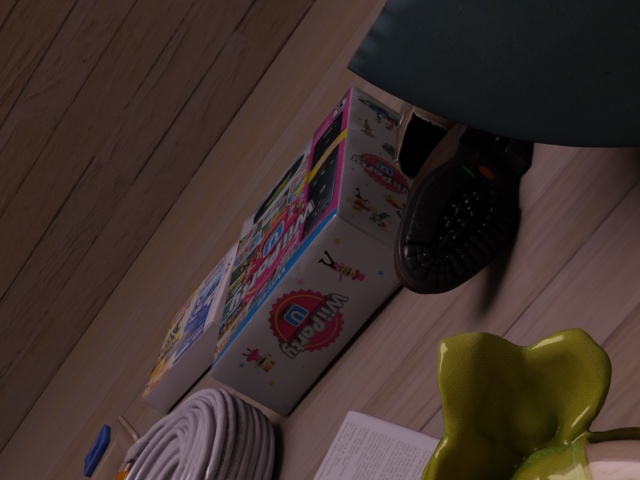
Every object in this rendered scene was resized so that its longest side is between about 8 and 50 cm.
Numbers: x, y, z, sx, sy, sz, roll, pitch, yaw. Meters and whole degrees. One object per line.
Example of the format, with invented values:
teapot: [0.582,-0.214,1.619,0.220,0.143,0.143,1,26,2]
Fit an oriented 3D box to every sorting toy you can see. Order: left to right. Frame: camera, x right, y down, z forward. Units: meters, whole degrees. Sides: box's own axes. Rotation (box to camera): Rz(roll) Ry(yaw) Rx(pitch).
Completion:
sorting toy: [-0.283,0.341,1.512,0.196,0.047,0.347,-64,14,-8]

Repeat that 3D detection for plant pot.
plant pot: [0.177,-0.167,0.678,0.290,0.195,0.290,-55,2,3]

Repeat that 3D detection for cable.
cable: [-0.139,0.266,1.094,0.257,0.089,0.257,-46,19,36]

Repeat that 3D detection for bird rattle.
bird rattle: [0.097,0.163,0.453,0.207,0.143,0.254,-4,56,53]

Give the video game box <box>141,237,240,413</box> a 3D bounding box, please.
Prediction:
video game box: [-0.161,0.115,1.577,0.205,0.048,0.187,-47,15,36]

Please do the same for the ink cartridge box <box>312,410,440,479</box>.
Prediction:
ink cartridge box: [0.051,0.214,0.674,0.232,0.066,0.189,9,66,55]

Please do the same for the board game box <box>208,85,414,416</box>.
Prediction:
board game box: [0.000,0.000,1.177,0.224,0.097,0.303,-51,16,26]

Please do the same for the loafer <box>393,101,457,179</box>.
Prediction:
loafer: [0.138,-0.128,1.008,0.251,0.094,0.087,-55,11,56]

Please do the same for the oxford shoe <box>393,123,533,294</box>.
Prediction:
oxford shoe: [0.105,-0.022,0.910,0.096,0.082,0.227,-48,5,42]
